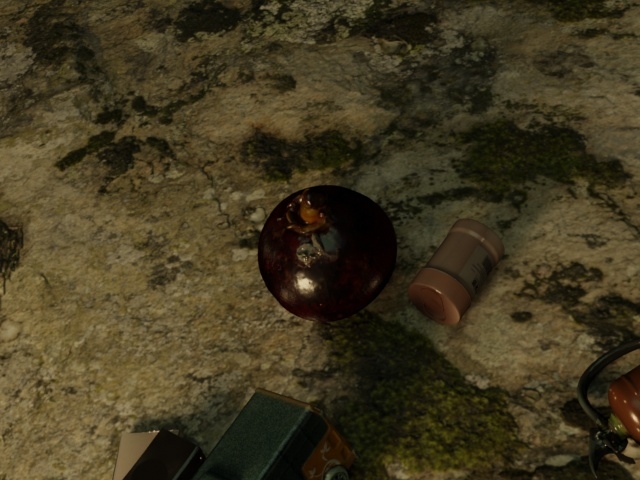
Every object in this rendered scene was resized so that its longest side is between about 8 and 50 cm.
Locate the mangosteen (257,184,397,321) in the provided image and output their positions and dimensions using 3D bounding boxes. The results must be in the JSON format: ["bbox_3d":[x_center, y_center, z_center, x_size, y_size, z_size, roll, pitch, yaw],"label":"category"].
[{"bbox_3d":[0.000,0.000,1.734,0.235,0.261,0.235,-8,51,10],"label":"mangosteen"}]

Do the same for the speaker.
[{"bbox_3d":[-0.265,0.390,1.603,0.082,0.044,0.218,21,59,30],"label":"speaker"}]

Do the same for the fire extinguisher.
[{"bbox_3d":[0.512,0.188,1.513,0.376,0.113,0.200,-35,7,4],"label":"fire extinguisher"}]

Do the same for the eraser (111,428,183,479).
[{"bbox_3d":[-0.274,0.366,1.672,0.104,0.023,0.150,-6,49,12],"label":"eraser"}]

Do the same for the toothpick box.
[{"bbox_3d":[0.219,0.050,1.731,0.098,0.098,0.149,21,60,31],"label":"toothpick box"}]

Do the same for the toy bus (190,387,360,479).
[{"bbox_3d":[-0.088,0.358,1.506,0.138,0.167,0.275,10,55,44],"label":"toy bus"}]
